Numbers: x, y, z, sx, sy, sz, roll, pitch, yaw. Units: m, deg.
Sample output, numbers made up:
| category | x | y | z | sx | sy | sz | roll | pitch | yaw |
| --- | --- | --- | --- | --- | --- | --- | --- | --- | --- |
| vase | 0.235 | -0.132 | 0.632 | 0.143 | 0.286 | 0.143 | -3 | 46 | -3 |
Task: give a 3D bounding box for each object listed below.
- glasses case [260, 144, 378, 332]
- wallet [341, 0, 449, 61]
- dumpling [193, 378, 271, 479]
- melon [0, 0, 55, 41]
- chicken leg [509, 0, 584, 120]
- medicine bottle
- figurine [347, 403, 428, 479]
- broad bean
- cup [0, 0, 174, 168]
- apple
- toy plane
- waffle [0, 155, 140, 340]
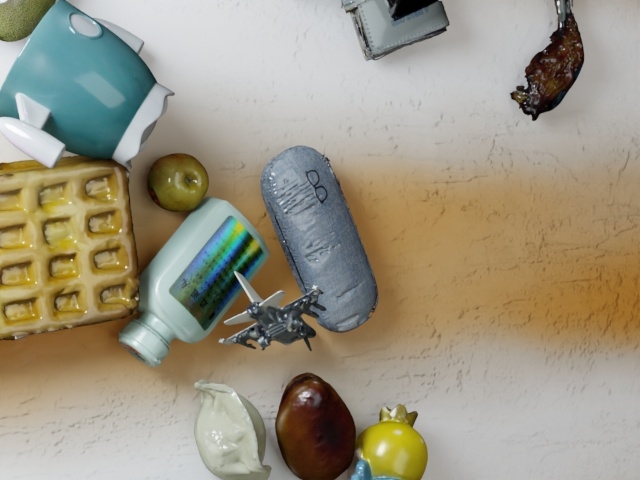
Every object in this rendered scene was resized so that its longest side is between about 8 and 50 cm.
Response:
| category | x | y | z | sx | sy | sz | roll | pitch | yaw |
| --- | --- | --- | --- | --- | --- | --- | --- | --- | --- |
| glasses case | 0.000 | 0.000 | 1.742 | 0.109 | 0.067 | 0.282 | -30 | 108 | -25 |
| wallet | 0.096 | -0.390 | 1.774 | 0.170 | 0.069 | 0.231 | -24 | 101 | -29 |
| dumpling | -0.109 | 0.272 | 1.650 | 0.100 | 0.134 | 0.169 | -5 | 99 | -34 |
| melon | -0.362 | -0.317 | 1.466 | 0.099 | 0.099 | 0.162 | 27 | 77 | -32 |
| chicken leg | 0.382 | -0.312 | 1.983 | 0.106 | 0.051 | 0.253 | 22 | 79 | -27 |
| medicine bottle | -0.174 | 0.062 | 1.622 | 0.229 | 0.083 | 0.121 | -53 | 128 | -20 |
| figurine | 0.089 | 0.372 | 1.805 | 0.127 | 0.185 | 0.234 | 5 | 50 | -13 |
| broad bean | -0.008 | 0.273 | 1.745 | 0.114 | 0.084 | 0.165 | -20 | 108 | 6 |
| cup | -0.275 | -0.176 | 1.460 | 0.173 | 0.167 | 0.300 | 30 | 37 | -7 |
| apple | -0.187 | -0.076 | 1.611 | 0.084 | 0.071 | 0.084 | -3 | 95 | -33 |
| toy plane | -0.049 | 0.117 | 1.671 | 0.160 | 0.082 | 0.234 | -30 | 144 | 13 |
| waffle | -0.385 | 0.013 | 1.477 | 0.327 | 0.098 | 0.224 | -10 | 97 | -31 |
